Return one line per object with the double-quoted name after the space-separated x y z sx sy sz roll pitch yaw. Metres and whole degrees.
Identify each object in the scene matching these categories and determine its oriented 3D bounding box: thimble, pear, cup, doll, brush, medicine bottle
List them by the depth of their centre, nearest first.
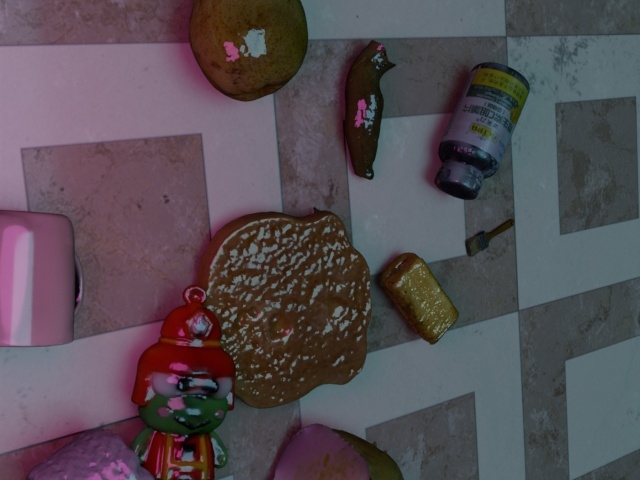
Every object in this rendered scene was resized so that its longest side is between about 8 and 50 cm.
-0.462 0.055 1.388 0.253 0.192 0.200 6 87 -66 "cup"
-0.363 0.439 1.458 0.157 0.217 0.245 -33 126 -28 "thimble"
-0.240 0.259 1.563 0.183 0.160 0.363 8 87 -21 "doll"
-0.124 -0.356 1.572 0.229 0.188 0.211 -7 95 -37 "pear"
0.351 -0.239 1.957 0.141 0.141 0.293 32 76 -33 "medicine bottle"
0.408 -0.013 2.096 0.170 0.014 0.043 -28 111 -31 "brush"

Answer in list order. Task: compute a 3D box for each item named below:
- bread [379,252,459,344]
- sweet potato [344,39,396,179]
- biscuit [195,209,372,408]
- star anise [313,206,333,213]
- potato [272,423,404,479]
0.216 0.125 1.927 0.114 0.083 0.211 -45 118 -18 "bread"
0.101 -0.266 1.807 0.112 0.085 0.285 -4 97 -40 "sweet potato"
-0.069 0.127 1.717 0.365 0.062 0.385 -12 105 -25 "biscuit"
0.000 -0.001 1.786 0.141 0.042 0.141 -3 94 -36 "star anise"
0.066 0.512 1.800 0.266 0.229 0.229 42 70 -47 "potato"
